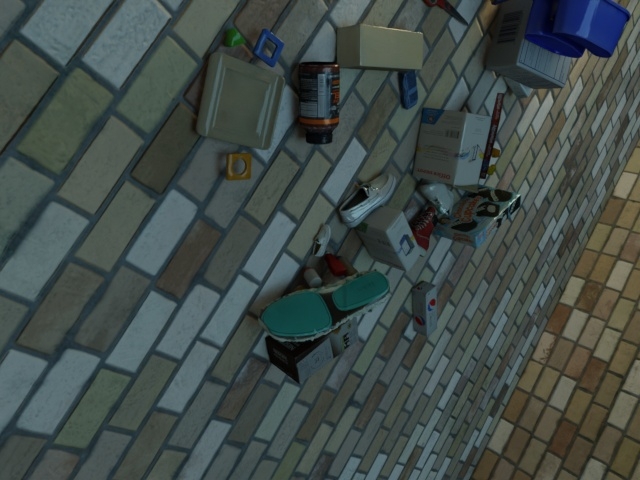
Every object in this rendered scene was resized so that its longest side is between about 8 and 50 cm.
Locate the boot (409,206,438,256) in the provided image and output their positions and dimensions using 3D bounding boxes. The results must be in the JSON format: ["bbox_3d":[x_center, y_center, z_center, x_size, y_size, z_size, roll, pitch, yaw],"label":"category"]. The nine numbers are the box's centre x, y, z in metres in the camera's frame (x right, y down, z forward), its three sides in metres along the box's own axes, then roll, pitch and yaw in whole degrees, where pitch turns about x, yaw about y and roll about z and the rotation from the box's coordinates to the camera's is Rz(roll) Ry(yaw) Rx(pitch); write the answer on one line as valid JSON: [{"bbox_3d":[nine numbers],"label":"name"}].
[{"bbox_3d":[0.333,-0.053,1.788,0.244,0.088,0.176,24,88,-56],"label":"boot"}]

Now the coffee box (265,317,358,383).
[{"bbox_3d":[-0.021,0.294,1.526,0.246,0.141,0.098,-29,126,-35],"label":"coffee box"}]

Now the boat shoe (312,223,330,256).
[{"bbox_3d":[0.000,0.000,1.504,0.035,0.035,0.100,0,113,-49],"label":"boat shoe"}]

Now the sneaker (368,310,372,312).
[{"bbox_3d":[0.163,0.202,1.731,0.118,0.067,0.042,-42,133,-25],"label":"sneaker"}]

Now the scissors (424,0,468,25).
[{"bbox_3d":[0.387,-0.731,1.606,0.297,0.021,0.109,33,80,-49],"label":"scissors"}]

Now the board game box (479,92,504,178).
[{"bbox_3d":[0.609,-0.367,1.828,0.281,0.027,0.145,81,23,-54],"label":"board game box"}]

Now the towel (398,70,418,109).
[{"bbox_3d":[0.276,-0.473,1.590,0.067,0.029,0.120,-38,130,-30],"label":"towel"}]

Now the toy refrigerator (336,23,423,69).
[{"bbox_3d":[0.165,-0.524,1.410,0.269,0.094,0.103,-15,110,-42],"label":"toy refrigerator"}]

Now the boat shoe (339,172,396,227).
[{"bbox_3d":[0.146,-0.137,1.558,0.226,0.083,0.076,-49,136,-18],"label":"boat shoe"}]

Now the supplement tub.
[{"bbox_3d":[-0.003,-0.348,1.301,0.106,0.106,0.198,-21,121,-39],"label":"supplement tub"}]

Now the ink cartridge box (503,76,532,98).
[{"bbox_3d":[0.798,-0.737,1.995,0.239,0.060,0.275,42,76,-29],"label":"ink cartridge box"}]

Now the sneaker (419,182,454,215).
[{"bbox_3d":[0.424,-0.143,1.826,0.212,0.080,0.094,16,70,-49],"label":"sneaker"}]

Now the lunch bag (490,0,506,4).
[{"bbox_3d":[0.620,-0.975,1.674,0.221,0.138,0.294,31,75,-45],"label":"lunch bag"}]

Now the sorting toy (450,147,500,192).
[{"bbox_3d":[0.599,-0.304,1.993,0.307,0.041,0.229,4,99,-47],"label":"sorting toy"}]

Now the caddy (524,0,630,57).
[{"bbox_3d":[0.831,-0.719,1.659,0.341,0.241,0.179,7,103,-31],"label":"caddy"}]

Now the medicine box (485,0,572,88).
[{"bbox_3d":[0.776,-0.718,1.854,0.289,0.149,0.264,9,97,-32],"label":"medicine box"}]

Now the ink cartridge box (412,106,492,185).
[{"bbox_3d":[0.439,-0.314,1.719,0.168,0.171,0.233,-8,112,-44],"label":"ink cartridge box"}]

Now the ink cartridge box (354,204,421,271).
[{"bbox_3d":[0.208,-0.012,1.621,0.093,0.154,0.212,-50,134,-20],"label":"ink cartridge box"}]

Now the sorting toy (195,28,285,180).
[{"bbox_3d":[-0.186,-0.312,1.174,0.195,0.047,0.348,6,102,-42],"label":"sorting toy"}]

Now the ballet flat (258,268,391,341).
[{"bbox_3d":[0.019,0.201,1.464,0.408,0.147,0.147,-15,119,-20],"label":"ballet flat"}]

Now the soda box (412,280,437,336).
[{"bbox_3d":[0.410,0.269,2.013,0.073,0.069,0.216,-31,128,-34],"label":"soda box"}]

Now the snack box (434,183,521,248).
[{"bbox_3d":[0.604,-0.100,1.967,0.322,0.187,0.060,-37,130,-30],"label":"snack box"}]

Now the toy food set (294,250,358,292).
[{"bbox_3d":[0.020,0.104,1.547,0.232,0.104,0.111,-12,130,-23],"label":"toy food set"}]
